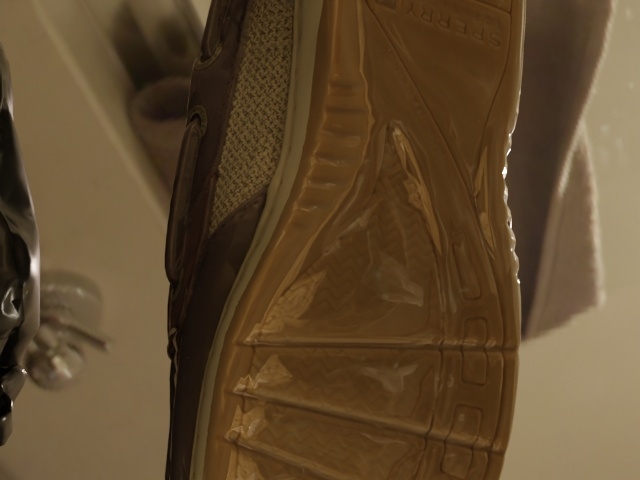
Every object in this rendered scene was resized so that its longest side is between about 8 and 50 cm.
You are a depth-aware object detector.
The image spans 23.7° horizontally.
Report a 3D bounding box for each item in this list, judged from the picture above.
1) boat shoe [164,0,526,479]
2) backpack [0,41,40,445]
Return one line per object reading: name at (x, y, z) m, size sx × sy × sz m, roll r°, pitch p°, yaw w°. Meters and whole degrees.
boat shoe at (0.000, 0.000, 0.480) m, size 0.092 × 0.103 × 0.285 m, roll -13°, pitch -113°, yaw 56°
backpack at (-0.296, -0.022, 0.516) m, size 0.356 × 0.290 × 0.273 m, roll -7°, pitch -107°, yaw -18°
